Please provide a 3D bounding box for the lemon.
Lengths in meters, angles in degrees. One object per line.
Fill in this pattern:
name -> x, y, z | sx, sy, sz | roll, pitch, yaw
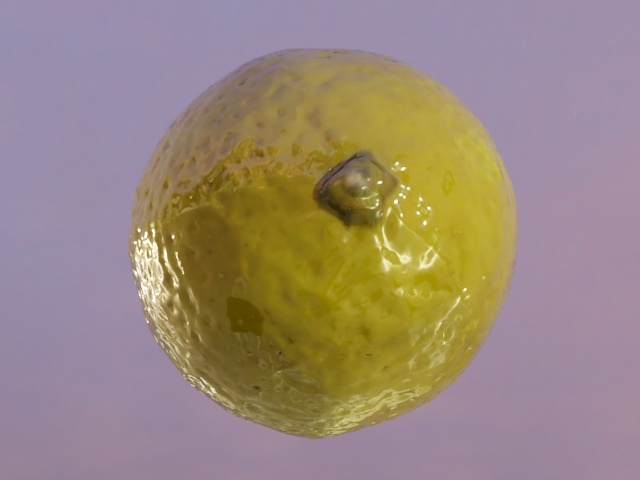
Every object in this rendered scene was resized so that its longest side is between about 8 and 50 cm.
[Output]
lemon -> 0.001, 0.001, 0.884 | 0.267, 0.267, 0.267 | 15, -29, 8
